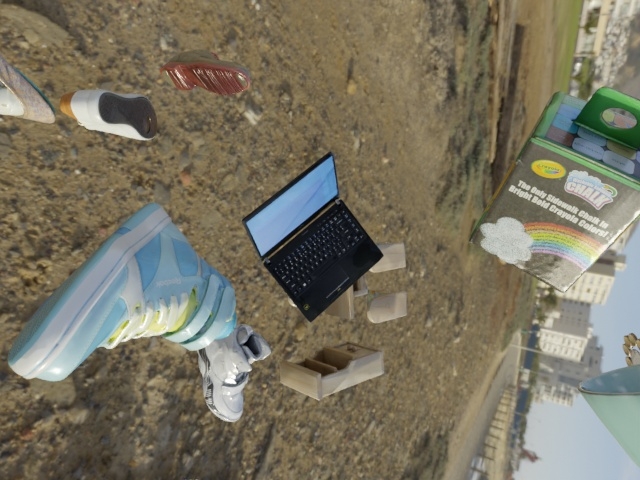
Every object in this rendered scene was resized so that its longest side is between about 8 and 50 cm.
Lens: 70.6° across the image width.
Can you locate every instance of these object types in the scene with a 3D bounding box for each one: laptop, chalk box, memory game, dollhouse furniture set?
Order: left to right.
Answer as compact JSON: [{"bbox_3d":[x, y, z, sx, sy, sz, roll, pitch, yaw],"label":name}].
[{"bbox_3d":[0.000,0.000,0.936,0.234,0.136,0.264,-40,98,-16],"label":"laptop"},{"bbox_3d":[0.025,0.198,1.273,0.256,0.361,0.395,-7,95,-39],"label":"dollhouse furniture set"},{"bbox_3d":[0.389,-0.098,0.695,0.179,0.180,0.289,-47,161,-39],"label":"chalk box"},{"bbox_3d":[0.855,0.337,1.197,0.186,0.012,0.187,-16,90,-79],"label":"memory game"}]

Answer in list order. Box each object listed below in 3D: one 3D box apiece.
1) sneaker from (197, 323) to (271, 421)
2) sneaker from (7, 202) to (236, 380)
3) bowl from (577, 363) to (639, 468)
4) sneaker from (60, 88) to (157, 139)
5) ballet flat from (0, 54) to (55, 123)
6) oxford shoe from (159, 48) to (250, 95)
[{"bbox_3d":[-0.267,0.421,1.443,0.137,0.210,0.367,-30,112,-58],"label":"sneaker"},{"bbox_3d":[-0.198,0.088,0.554,0.208,0.127,0.319,47,19,-18],"label":"sneaker"},{"bbox_3d":[0.623,0.297,0.751,0.311,0.311,0.163,12,61,-63],"label":"bowl"},{"bbox_3d":[-0.498,-0.308,1.083,0.290,0.122,0.106,-22,117,-82],"label":"sneaker"},{"bbox_3d":[-0.651,-0.319,0.865,0.316,0.107,0.106,67,36,-54],"label":"ballet flat"},{"bbox_3d":[-0.346,-0.543,1.403,0.130,0.347,0.123,-63,152,-20],"label":"oxford shoe"}]
